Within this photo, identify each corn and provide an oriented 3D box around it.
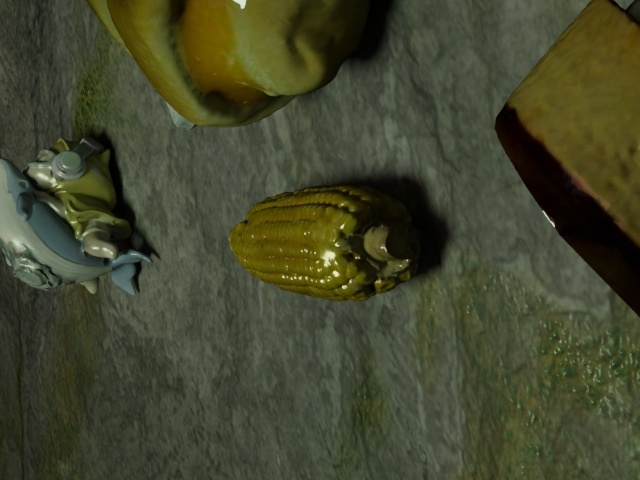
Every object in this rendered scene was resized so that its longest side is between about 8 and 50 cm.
[{"bbox_3d":[0.000,0.000,1.368,0.262,0.097,0.097,4,106,63],"label":"corn"}]

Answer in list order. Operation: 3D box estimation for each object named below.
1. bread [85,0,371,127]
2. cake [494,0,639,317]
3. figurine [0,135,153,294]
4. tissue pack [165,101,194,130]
[{"bbox_3d":[-0.107,-0.253,1.333,0.341,0.210,0.300,61,150,26],"label":"bread"},{"bbox_3d":[0.217,-0.058,0.880,0.178,0.185,0.207,-40,38,20],"label":"cake"},{"bbox_3d":[-0.275,-0.023,1.825,0.208,0.184,0.128,35,149,-3],"label":"figurine"},{"bbox_3d":[-0.147,-0.209,1.611,0.122,0.026,0.193,-33,73,61],"label":"tissue pack"}]
